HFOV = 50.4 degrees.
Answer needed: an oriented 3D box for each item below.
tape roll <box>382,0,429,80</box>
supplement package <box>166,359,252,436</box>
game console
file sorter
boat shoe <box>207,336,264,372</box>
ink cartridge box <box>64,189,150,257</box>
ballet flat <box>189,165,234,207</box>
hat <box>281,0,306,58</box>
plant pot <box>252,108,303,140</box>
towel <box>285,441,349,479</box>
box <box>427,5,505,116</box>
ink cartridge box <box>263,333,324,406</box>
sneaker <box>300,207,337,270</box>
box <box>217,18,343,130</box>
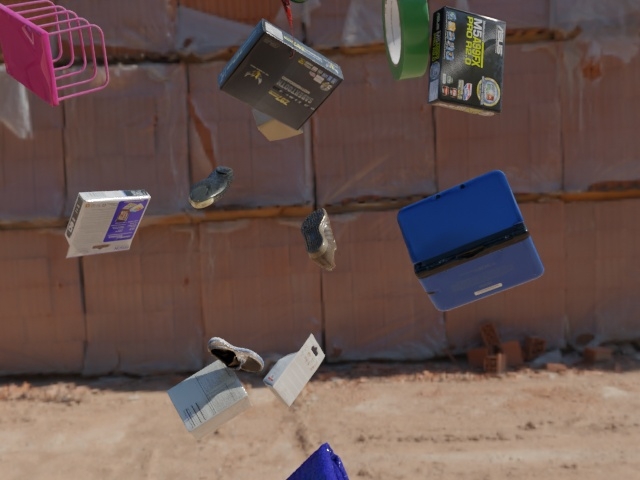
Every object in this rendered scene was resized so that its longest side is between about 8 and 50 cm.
[{"bbox_3d":[0.252,-0.647,2.041,0.077,0.321,0.321,-7,6,-3],"label":"tape roll"},{"bbox_3d":[-0.340,0.493,2.116,0.203,0.149,0.194,-30,-19,-13],"label":"supplement package"},{"bbox_3d":[0.379,0.007,1.727,0.293,0.250,0.173,-22,39,17],"label":"game console"},{"bbox_3d":[-0.753,-0.541,1.916,0.182,0.202,0.290,-27,46,-37],"label":"file sorter"},{"bbox_3d":[-0.254,0.355,2.024,0.183,0.066,0.066,24,15,-11],"label":"boat shoe"},{"bbox_3d":[-0.604,-0.049,1.910,0.206,0.208,0.045,-9,47,-48],"label":"ink cartridge box"},{"bbox_3d":[-0.192,-0.089,1.226,0.057,0.049,0.173,13,24,6],"label":"ballet flat"},{"bbox_3d":[-0.061,-0.490,1.360,0.208,0.184,0.173,12,1,-45],"label":"hat"},{"bbox_3d":[-0.125,-0.340,1.882,0.096,0.109,0.109,-28,-32,12],"label":"plant pot"},{"bbox_3d":[-0.066,0.569,1.350,0.076,0.308,0.228,43,5,-27],"label":"towel"},{"bbox_3d":[0.415,-0.502,1.923,0.216,0.270,0.060,6,-4,-23],"label":"box"},{"bbox_3d":[-0.071,0.350,1.866,0.045,0.179,0.145,22,-25,31],"label":"ink cartridge box"},{"bbox_3d":[0.000,0.000,1.515,0.066,0.071,0.188,-26,29,17],"label":"sneaker"},{"bbox_3d":[-0.092,-0.375,1.572,0.232,0.059,0.183,24,-51,-33],"label":"box"}]
